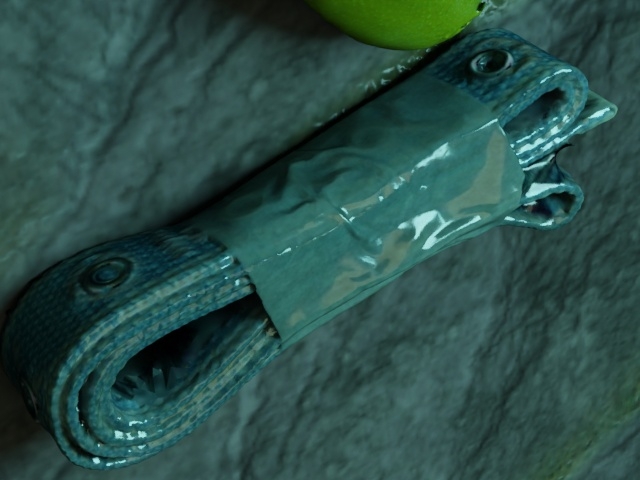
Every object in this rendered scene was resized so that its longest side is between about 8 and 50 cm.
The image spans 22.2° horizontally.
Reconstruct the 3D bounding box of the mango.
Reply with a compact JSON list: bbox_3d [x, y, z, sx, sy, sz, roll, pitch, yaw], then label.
[{"bbox_3d":[0.021,-0.133,0.673,0.165,0.074,0.091,32,93,-43],"label":"mango"}]

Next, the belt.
[{"bbox_3d":[0.000,0.000,0.740,0.302,0.072,0.087,-30,125,-15],"label":"belt"}]
